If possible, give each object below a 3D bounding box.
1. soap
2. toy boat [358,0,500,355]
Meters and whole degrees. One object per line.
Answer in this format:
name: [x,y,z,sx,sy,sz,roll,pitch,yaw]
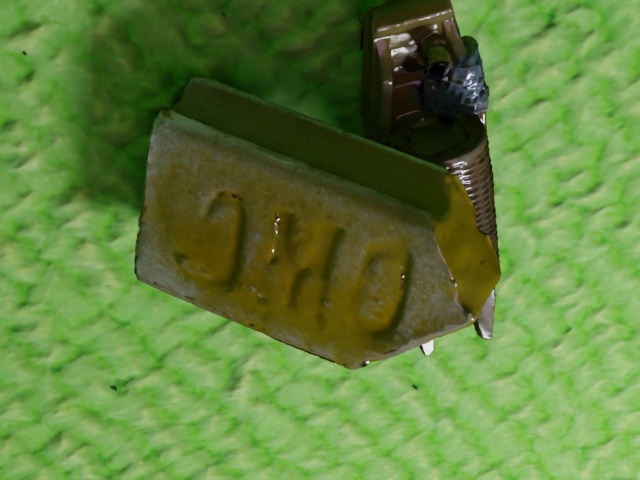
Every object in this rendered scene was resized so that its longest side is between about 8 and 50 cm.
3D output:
soap: [0.000,0.000,1.134,0.257,0.080,0.160,21,128,13]
toy boat: [0.087,-0.042,1.188,0.089,0.115,0.310,-13,129,-6]
